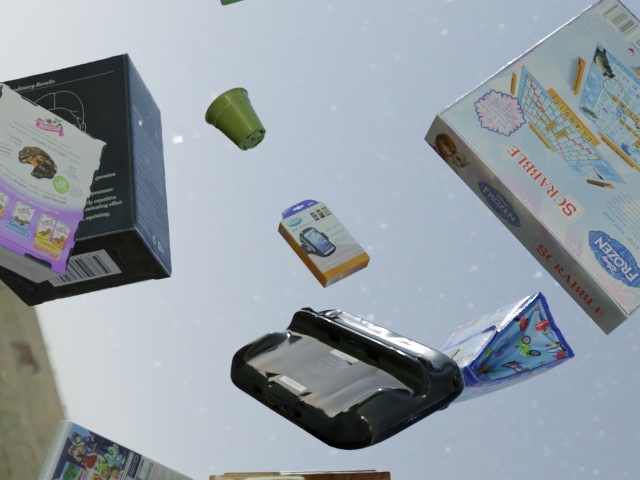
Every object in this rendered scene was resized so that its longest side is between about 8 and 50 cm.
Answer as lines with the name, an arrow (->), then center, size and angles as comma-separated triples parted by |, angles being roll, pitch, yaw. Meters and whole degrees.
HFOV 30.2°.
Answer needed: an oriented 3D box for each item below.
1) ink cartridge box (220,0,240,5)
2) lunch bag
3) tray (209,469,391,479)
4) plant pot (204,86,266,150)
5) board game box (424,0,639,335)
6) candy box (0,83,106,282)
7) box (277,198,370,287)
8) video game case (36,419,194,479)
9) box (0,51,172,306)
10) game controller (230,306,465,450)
ink cartridge box -> -0.023, -0.361, 1.320 | 0.160, 0.219, 0.093 | -106, -178, -50
lunch bag -> 0.266, 0.230, 2.090 | 0.221, 0.293, 0.138 | -30, -93, 46
tray -> -0.021, 0.345, 1.495 | 0.411, 0.202, 0.076 | 89, 0, -74
plant pot -> -0.129, -0.187, 1.887 | 0.079, 0.083, 0.083 | 52, -22, 22
board game box -> 0.344, -0.102, 1.413 | 0.319, 0.318, 0.066 | 49, -25, 13
candy box -> -0.379, -0.070, 1.494 | 0.070, 0.165, 0.196 | -15, -126, 46
box -> 0.000, 0.000, 1.731 | 0.136, 0.081, 0.028 | 50, -31, 26
video game case -> -0.244, 0.326, 1.306 | 0.023, 0.183, 0.201 | -13, -128, 49
box -> -0.461, -0.114, 2.244 | 0.212, 0.293, 0.395 | 65, 15, -61
game controller -> 0.019, 0.150, 1.331 | 0.319, 0.166, 0.067 | 18, -43, 60
